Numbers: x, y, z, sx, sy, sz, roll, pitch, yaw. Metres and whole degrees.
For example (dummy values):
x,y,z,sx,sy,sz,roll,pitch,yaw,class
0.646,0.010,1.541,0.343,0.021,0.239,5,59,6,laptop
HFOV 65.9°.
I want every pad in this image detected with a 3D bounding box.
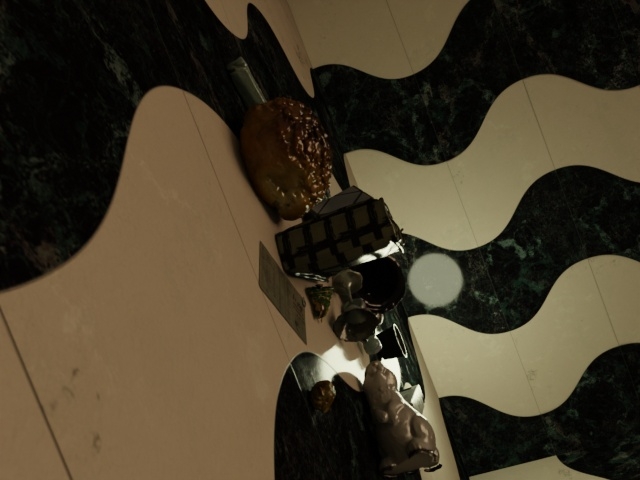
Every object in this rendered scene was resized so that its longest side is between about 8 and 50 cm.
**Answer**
x,y,z,sx,sy,sz,roll,pitch,yaw,class
-0.091,0.137,1.264,0.160,0.009,0.265,-96,160,-47,pad

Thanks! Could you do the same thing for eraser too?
x,y,z,sx,sy,sz,roll,pitch,yaw,class
0.394,0.727,2.171,0.404,0.096,0.098,18,51,-73,eraser

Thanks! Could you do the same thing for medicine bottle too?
x,y,z,sx,sy,sz,roll,pitch,yaw,class
0.160,0.323,1.833,0.090,0.090,0.217,-86,152,-62,medicine bottle

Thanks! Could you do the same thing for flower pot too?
x,y,z,sx,sy,sz,roll,pitch,yaw,class
0.311,0.465,2.216,0.158,0.106,0.157,59,16,-28,flower pot

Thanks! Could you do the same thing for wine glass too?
x,y,z,sx,sy,sz,roll,pitch,yaw,class
0.104,0.212,1.674,0.232,0.156,0.156,-99,163,-55,wine glass

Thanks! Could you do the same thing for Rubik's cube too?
x,y,z,sx,sy,sz,roll,pitch,yaw,class
0.109,-0.055,1.837,0.205,0.204,0.207,65,-7,-26,Rubik's cube

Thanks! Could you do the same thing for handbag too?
x,y,z,sx,sy,sz,roll,pitch,yaw,class
0.080,0.013,1.451,0.327,0.324,0.163,34,40,-69,handbag

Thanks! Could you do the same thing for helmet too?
x,y,z,sx,sy,sz,roll,pitch,yaw,class
0.191,0.148,1.933,0.279,0.231,0.160,45,-11,-32,helmet

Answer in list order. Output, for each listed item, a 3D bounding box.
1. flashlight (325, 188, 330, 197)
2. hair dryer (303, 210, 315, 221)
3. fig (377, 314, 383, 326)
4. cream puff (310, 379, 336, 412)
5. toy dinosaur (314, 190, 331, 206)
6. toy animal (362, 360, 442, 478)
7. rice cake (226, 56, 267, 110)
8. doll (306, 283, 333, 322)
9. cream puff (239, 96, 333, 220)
x,y,z,sx,sy,sz,roll,pitch,yaw,class
0.020,-0.258,2.292,0.057,0.035,0.121,-74,142,-71,flashlight
0.000,0.000,1.790,0.196,0.075,0.219,63,0,16,hair dryer
0.193,0.287,2.012,0.155,0.103,0.109,62,-7,-28,fig
0.003,0.372,1.188,0.058,0.083,0.083,27,13,20,cream puff
0.030,-0.161,2.112,0.383,0.076,0.130,-3,79,-73,toy dinosaur
0.247,0.577,1.631,0.258,0.193,0.358,43,20,-43,toy animal
-0.194,-0.418,1.580,0.063,0.066,0.337,-107,171,-57,rice cake
0.013,0.182,1.470,0.078,0.076,0.113,8,62,-86,doll
-0.079,-0.240,1.409,0.327,0.231,0.343,-11,80,-81,cream puff
